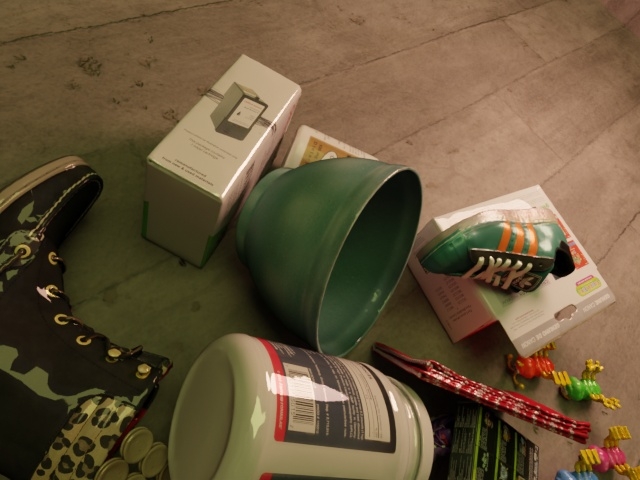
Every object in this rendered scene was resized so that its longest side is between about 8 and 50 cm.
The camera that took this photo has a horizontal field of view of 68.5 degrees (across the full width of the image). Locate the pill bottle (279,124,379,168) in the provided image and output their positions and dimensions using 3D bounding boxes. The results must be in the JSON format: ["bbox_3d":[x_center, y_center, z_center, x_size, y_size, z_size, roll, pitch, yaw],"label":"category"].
[{"bbox_3d":[0.042,-0.105,0.855,0.229,0.131,0.131,22,54,-10],"label":"pill bottle"}]

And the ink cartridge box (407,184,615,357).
[{"bbox_3d":[0.356,0.064,0.891,0.309,0.130,0.272,-16,68,-30],"label":"ink cartridge box"}]

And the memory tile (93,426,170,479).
[{"bbox_3d":[-0.202,0.283,0.521,0.012,0.148,0.113,11,48,33],"label":"memory tile"}]

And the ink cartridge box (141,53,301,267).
[{"bbox_3d":[-0.153,-0.125,0.739,0.114,0.198,0.273,29,53,-4],"label":"ink cartridge box"}]

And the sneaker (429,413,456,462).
[{"bbox_3d":[0.158,0.300,0.698,0.170,0.071,0.068,-19,70,-31],"label":"sneaker"}]

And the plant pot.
[{"bbox_3d":[0.000,0.000,0.706,0.196,0.293,0.293,25,49,25],"label":"plant pot"}]

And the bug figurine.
[{"bbox_3d":[0.441,0.313,0.814,0.216,0.072,0.279,12,52,-24],"label":"bug figurine"}]

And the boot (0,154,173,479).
[{"bbox_3d":[-0.312,0.097,0.571,0.284,0.138,0.377,30,57,-3],"label":"boot"}]

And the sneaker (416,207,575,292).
[{"bbox_3d":[0.293,0.025,0.741,0.302,0.108,0.121,-9,62,-28],"label":"sneaker"}]

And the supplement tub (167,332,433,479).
[{"bbox_3d":[-0.019,0.228,0.558,0.272,0.191,0.191,23,52,-32],"label":"supplement tub"}]

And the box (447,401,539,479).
[{"bbox_3d":[0.249,0.358,0.673,0.184,0.045,0.191,37,54,-26],"label":"box"}]

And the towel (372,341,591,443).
[{"bbox_3d":[0.230,0.219,0.709,0.274,0.199,0.031,24,82,-10],"label":"towel"}]
